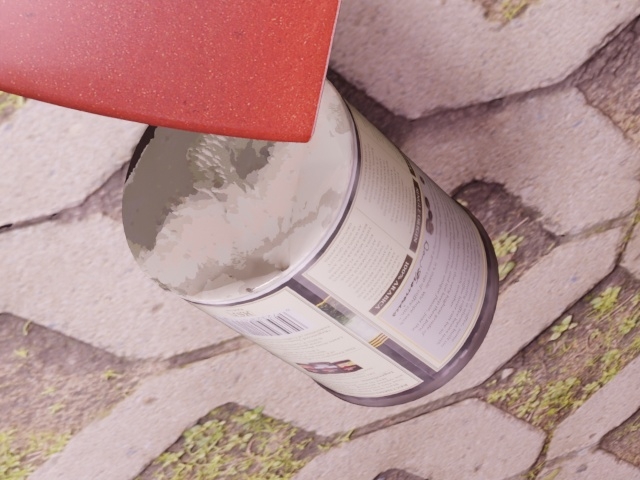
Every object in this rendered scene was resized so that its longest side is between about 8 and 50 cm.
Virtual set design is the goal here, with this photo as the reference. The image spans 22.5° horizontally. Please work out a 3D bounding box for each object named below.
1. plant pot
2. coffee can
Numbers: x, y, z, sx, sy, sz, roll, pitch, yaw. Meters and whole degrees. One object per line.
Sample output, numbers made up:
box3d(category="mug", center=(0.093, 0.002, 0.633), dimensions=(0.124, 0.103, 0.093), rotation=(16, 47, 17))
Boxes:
box3d(category="plant pot", center=(-0.133, -0.228, 0.907), dimensions=(0.236, 0.267, 0.267), rotation=(-5, 135, -19))
box3d(category="coffee can", center=(0.000, 0.000, 1.301), dimensions=(0.201, 0.201, 0.275), rotation=(-42, 144, 7))
